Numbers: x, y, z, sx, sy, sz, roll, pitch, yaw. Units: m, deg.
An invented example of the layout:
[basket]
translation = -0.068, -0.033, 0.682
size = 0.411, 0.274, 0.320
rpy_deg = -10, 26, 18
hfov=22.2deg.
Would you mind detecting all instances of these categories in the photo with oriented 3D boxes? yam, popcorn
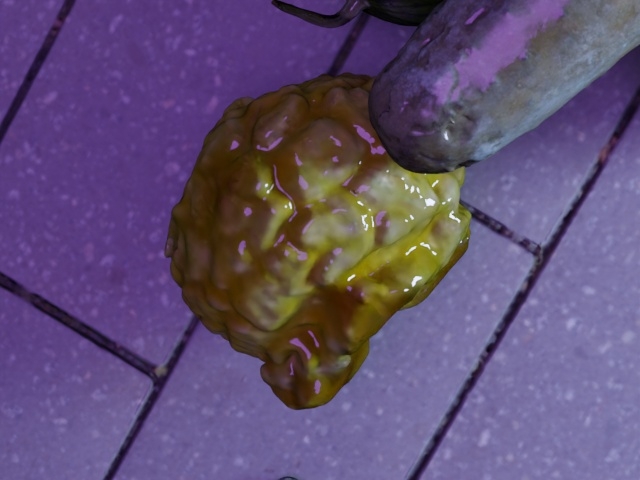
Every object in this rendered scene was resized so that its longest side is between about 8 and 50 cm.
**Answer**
[yam]
translation = 0.165, -0.173, 1.115
size = 0.330, 0.133, 0.133
rpy_deg = -43, 88, 0
[popcorn]
translation = 0.000, 0.000, 1.241
size = 0.236, 0.206, 0.252
rpy_deg = -13, 102, -7

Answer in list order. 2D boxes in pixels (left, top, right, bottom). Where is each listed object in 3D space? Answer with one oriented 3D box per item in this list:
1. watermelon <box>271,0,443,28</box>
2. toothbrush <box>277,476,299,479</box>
[watermelon]
translation = 0.069, -0.244, 1.204
size = 0.188, 0.188, 0.215
rpy_deg = 28, 80, 6
[toothbrush]
translation = -0.050, 0.387, 1.362
size = 0.040, 0.040, 0.386
rpy_deg = 8, 96, 9
